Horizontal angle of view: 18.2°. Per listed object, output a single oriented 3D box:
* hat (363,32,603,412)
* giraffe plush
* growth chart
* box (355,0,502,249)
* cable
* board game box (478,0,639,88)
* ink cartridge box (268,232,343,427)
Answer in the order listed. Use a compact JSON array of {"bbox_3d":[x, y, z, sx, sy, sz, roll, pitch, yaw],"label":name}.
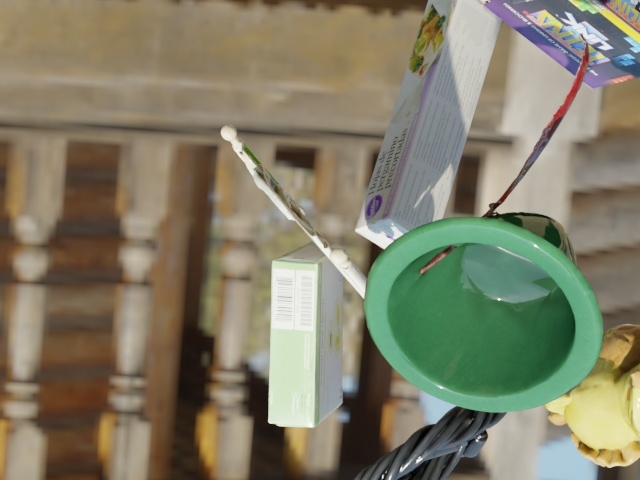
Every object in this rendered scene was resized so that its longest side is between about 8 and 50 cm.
[{"bbox_3d":[0.151,0.001,1.500,0.208,0.173,0.183,-31,-160,36],"label":"hat"},{"bbox_3d":[0.274,0.125,1.610,0.210,0.181,0.170,-44,-161,-28],"label":"giraffe plush"},{"bbox_3d":[0.000,0.000,1.882,0.237,0.021,0.172,48,180,42],"label":"growth chart"},{"bbox_3d":[0.119,-0.140,2.064,0.067,0.324,0.063,30,153,-26],"label":"box"},{"bbox_3d":[0.089,0.179,1.622,0.184,0.047,0.150,-26,165,-44],"label":"cable"},{"bbox_3d":[0.256,-0.220,1.940,0.170,0.048,0.141,34,158,-23],"label":"board game box"},{"bbox_3d":[-0.001,0.089,2.100,0.056,0.171,0.235,3,-172,15],"label":"ink cartridge box"}]
